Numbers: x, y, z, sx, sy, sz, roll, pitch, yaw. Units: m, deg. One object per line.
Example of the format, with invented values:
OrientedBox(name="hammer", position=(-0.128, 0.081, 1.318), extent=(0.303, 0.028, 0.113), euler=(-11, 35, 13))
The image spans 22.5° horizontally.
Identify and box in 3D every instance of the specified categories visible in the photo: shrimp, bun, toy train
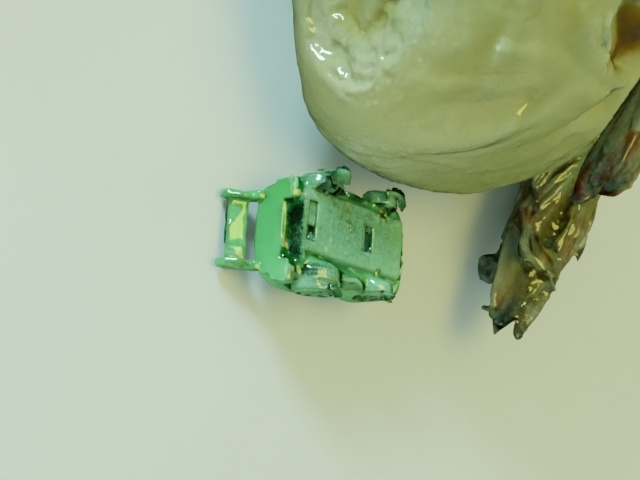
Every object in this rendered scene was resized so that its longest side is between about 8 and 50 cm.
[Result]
OrientedBox(name="shrimp", position=(0.234, -0.075, 1.357), extent=(0.085, 0.247, 0.360), euler=(32, 75, -3))
OrientedBox(name="bun", position=(0.157, -0.191, 1.207), extent=(0.364, 0.202, 0.364), euler=(-31, 140, -30))
OrientedBox(name="toy train", position=(0.000, 0.000, 1.211), extent=(0.149, 0.081, 0.099), euler=(15, 74, -50))
